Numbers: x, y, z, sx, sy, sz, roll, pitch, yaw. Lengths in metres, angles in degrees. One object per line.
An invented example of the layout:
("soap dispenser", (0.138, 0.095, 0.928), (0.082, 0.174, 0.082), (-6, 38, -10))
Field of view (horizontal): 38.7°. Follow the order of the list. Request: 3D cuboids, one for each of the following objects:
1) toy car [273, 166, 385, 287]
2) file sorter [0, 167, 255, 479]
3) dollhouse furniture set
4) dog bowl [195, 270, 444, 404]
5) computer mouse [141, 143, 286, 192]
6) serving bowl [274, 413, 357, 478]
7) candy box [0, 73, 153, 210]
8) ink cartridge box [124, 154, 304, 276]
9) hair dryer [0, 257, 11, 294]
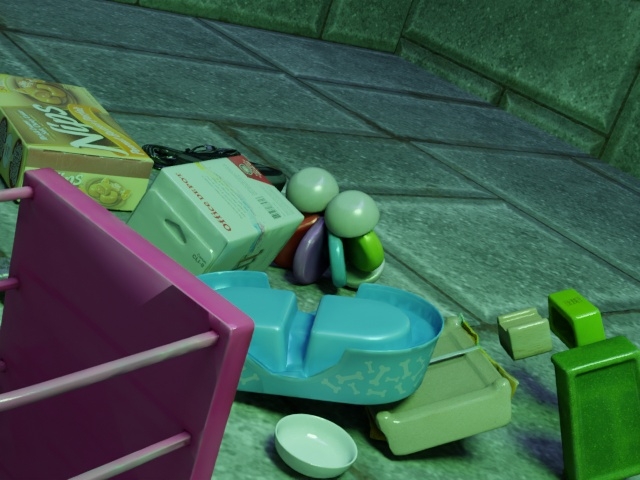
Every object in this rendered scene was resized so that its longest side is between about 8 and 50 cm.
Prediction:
("toy car", (0.000, 0.000, 1.280), (0.182, 0.159, 0.136), (33, 59, 31))
("file sorter", (-0.201, 0.137, 0.528), (0.202, 0.290, 0.182), (33, 28, 32))
("dollhouse furniture set", (0.194, 0.188, 1.045), (0.302, 0.151, 0.197), (-14, 20, -5))
("dog bowl", (-0.020, 0.104, 0.977), (0.297, 0.074, 0.166), (5, 21, 6))
("computer mouse", (-0.156, -0.097, 1.474), (0.189, 0.072, 0.272), (-1, 16, -38))
("serving bowl", (-0.007, 0.204, 0.885), (0.083, 0.027, 0.083), (16, 21, -6))
("candy box", (-0.397, -0.153, 1.364), (0.183, 0.087, 0.316), (3, 26, -36))
("ink cartridge box", (-0.137, -0.014, 1.143), (0.128, 0.127, 0.176), (46, 28, 14))
("hair dryer", (-0.387, 0.063, 0.843), (0.294, 0.080, 0.223), (2, 27, -37))
